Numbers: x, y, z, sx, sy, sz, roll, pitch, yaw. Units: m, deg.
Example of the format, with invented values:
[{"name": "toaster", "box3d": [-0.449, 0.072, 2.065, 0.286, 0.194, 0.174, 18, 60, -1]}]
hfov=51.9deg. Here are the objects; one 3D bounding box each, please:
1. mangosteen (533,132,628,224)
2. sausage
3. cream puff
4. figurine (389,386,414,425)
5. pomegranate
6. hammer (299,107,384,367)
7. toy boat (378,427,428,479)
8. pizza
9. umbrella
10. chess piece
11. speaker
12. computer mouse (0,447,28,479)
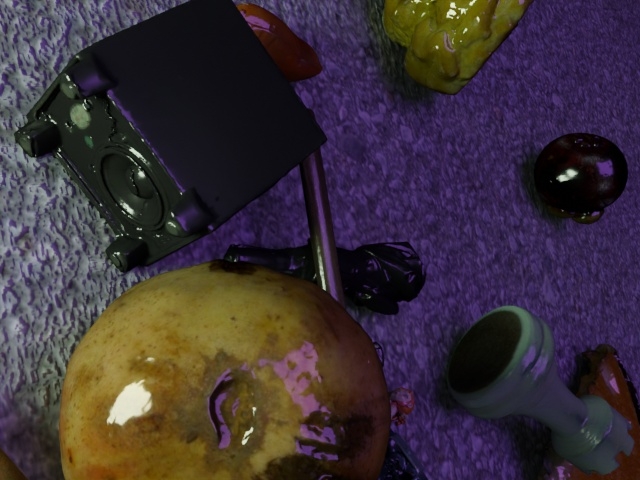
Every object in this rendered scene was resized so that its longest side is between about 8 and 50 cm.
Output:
[{"name": "mangosteen", "box3d": [0.578, -0.142, 1.469, 0.210, 0.210, 0.209, 17, 63, -37]}, {"name": "sausage", "box3d": [-0.078, -0.297, 1.004, 0.179, 0.089, 0.089, 23, 59, -38]}, {"name": "cream puff", "box3d": [0.239, -0.450, 1.228, 0.257, 0.291, 0.324, 35, 70, 0]}, {"name": "figurine", "box3d": [0.103, 0.252, 0.969, 0.109, 0.064, 0.047, -13, 107, -58]}, {"name": "pomegranate", "box3d": [-0.089, 0.170, 0.658, 0.322, 0.322, 0.321, 17, 63, -37]}, {"name": "hammer", "box3d": [0.000, 0.000, 0.863, 0.111, 0.043, 0.365, -3, 77, -28]}, {"name": "toy boat", "box3d": [0.041, 0.331, 0.853, 0.246, 0.103, 0.093, -20, 63, -40]}, {"name": "pizza", "box3d": [0.585, 0.462, 1.308, 0.435, 0.080, 0.391, -34, 95, -43]}, {"name": "umbrella", "box3d": [0.016, 0.043, 0.936, 0.340, 0.118, 0.118, 10, 68, -40]}, {"name": "chess piece", "box3d": [0.377, 0.265, 1.094, 0.299, 0.195, 0.194, 39, 51, -14]}, {"name": "speaker", "box3d": [-0.170, -0.122, 0.777, 0.232, 0.184, 0.254, 54, 50, -11]}, {"name": "computer mouse", "box3d": [-0.336, 0.247, 0.560, 0.158, 0.072, 0.310, -43, 105, -41]}]
